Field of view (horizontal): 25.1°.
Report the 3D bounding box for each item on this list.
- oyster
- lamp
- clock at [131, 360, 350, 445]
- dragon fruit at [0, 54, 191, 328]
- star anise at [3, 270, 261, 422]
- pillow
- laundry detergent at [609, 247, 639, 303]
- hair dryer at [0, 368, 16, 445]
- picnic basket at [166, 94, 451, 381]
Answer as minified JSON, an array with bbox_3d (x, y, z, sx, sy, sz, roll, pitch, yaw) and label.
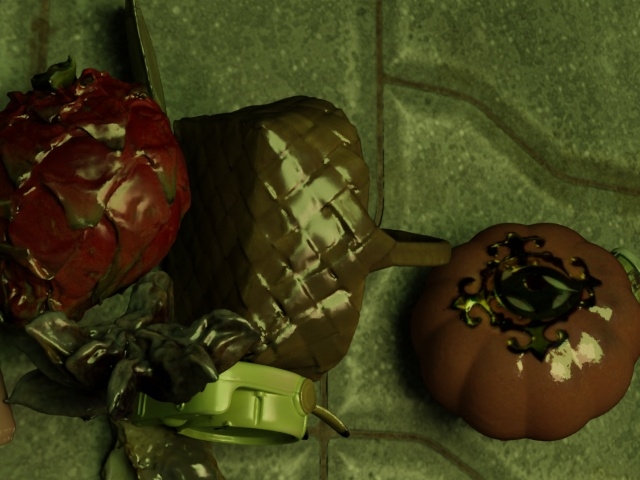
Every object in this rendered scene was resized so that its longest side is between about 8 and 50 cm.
[{"bbox_3d":[-0.165,0.329,1.615,0.166,0.110,0.341,20,56,-35],"label":"oyster"},{"bbox_3d":[0.270,0.126,1.880,0.305,0.240,0.305,-4,57,6],"label":"lamp"},{"bbox_3d":[-0.080,0.186,1.595,0.232,0.170,0.069,16,69,-35],"label":"clock"},{"bbox_3d":[-0.270,-0.042,1.563,0.244,0.244,0.299,24,91,-28],"label":"dragon fruit"},{"bbox_3d":[-0.196,0.115,1.445,0.212,0.282,0.129,-16,106,-34],"label":"star anise"},{"bbox_3d":[-0.207,-0.195,1.706,0.033,0.130,0.218,-12,87,-8],"label":"pillow"},{"bbox_3d":[0.387,0.102,2.069,0.225,0.070,0.099,-33,106,-34],"label":"laundry detergent"},{"bbox_3d":[-0.500,0.150,1.445,0.352,0.125,0.210,-15,89,-26],"label":"hair dryer"},{"bbox_3d":[0.000,0.000,1.695,0.337,0.293,0.337,-4,98,-32],"label":"picnic basket"}]
